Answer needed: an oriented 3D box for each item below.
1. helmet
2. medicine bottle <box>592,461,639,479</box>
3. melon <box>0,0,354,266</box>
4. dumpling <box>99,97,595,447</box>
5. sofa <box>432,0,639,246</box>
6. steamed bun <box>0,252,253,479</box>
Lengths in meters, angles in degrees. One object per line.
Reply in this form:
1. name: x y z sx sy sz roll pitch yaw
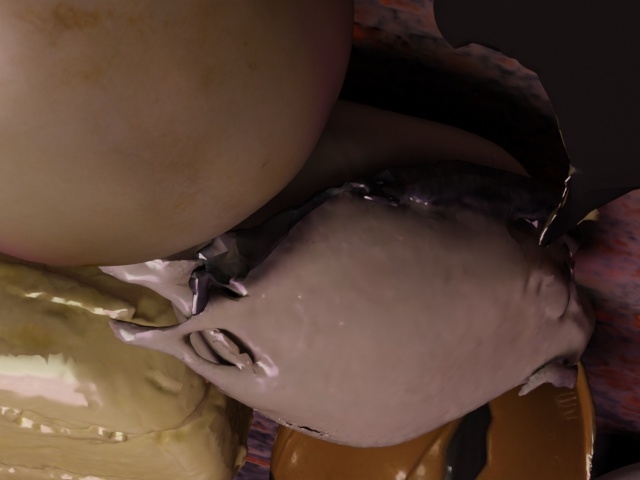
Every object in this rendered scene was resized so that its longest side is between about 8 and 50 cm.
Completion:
1. helmet: 0.049 0.131 1.079 0.198 0.130 0.224 47 138 30
2. medicine bottle: 0.204 0.283 1.262 0.190 0.190 0.332 18 152 7
3. melon: -0.111 -0.120 0.749 0.223 0.223 0.317 2 149 32
4. dumpling: 0.009 -0.009 0.948 0.293 0.204 0.163 9 130 -29
5. sofa: 0.188 -0.106 0.613 0.258 0.200 0.182 9 138 25
6. steamed bun: -0.152 0.063 1.167 0.232 0.166 0.273 3 154 8
